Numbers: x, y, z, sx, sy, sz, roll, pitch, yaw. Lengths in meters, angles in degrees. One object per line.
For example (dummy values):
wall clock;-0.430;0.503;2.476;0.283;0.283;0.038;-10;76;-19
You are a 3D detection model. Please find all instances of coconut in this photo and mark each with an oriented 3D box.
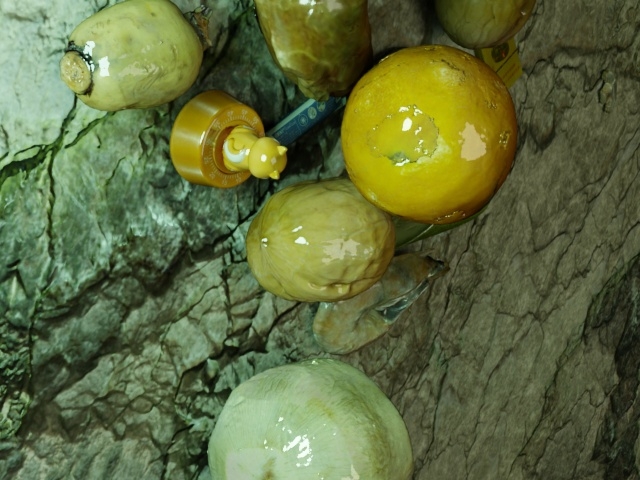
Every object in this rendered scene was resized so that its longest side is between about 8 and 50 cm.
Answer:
coconut;-0.026;0.330;1.592;0.254;0.297;0.297;-8;113;-48

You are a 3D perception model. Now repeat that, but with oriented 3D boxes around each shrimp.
shrimp;0.109;0.101;1.805;0.317;0.077;0.168;-17;130;-38

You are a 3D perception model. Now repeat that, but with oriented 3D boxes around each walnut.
walnut;0.000;0.000;1.535;0.222;0.195;0.195;-6;112;-40
walnut;0.258;-0.392;1.657;0.167;0.167;0.207;-27;147;-38

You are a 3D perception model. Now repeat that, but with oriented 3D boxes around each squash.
squash;0.187;-0.070;1.786;0.252;0.093;0.169;-19;122;-42

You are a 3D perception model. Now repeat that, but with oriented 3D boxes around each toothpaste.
toothpaste;-0.027;-0.175;1.546;0.197;0.035;0.057;-41;139;-32

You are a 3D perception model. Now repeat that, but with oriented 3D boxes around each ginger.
ginger;-0.011;-0.293;1.413;0.172;0.165;0.321;-53;156;-26

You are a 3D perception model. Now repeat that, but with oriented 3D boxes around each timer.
timer;-0.101;-0.118;1.397;0.132;0.152;0.132;-23;124;-40

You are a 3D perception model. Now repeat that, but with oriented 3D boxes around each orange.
orange;0.148;-0.142;1.445;0.246;0.246;0.246;-23;124;-40

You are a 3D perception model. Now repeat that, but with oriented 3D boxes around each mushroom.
mushroom;0.589;-0.305;2.180;0.049;0.019;0.101;-41;133;-27

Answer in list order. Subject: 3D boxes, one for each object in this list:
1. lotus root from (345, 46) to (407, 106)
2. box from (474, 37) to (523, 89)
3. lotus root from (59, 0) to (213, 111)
lotus root;0.161;-0.220;1.667;0.235;0.119;0.138;-2;115;-46
box;0.307;-0.326;1.856;0.087;0.023;0.155;-45;136;-21
lotus root;-0.204;-0.225;1.266;0.221;0.118;0.125;-25;142;-35
